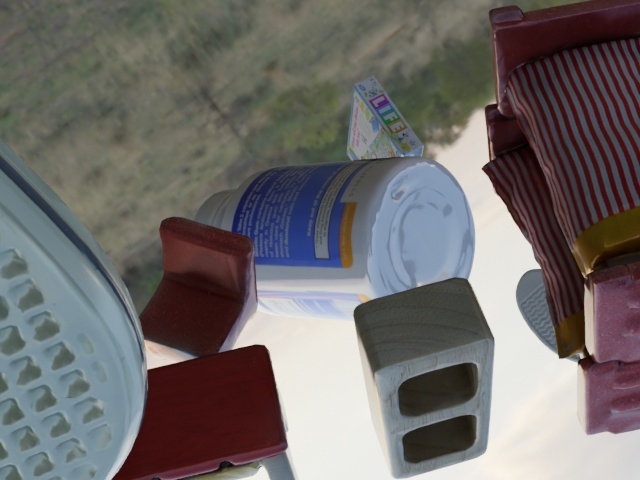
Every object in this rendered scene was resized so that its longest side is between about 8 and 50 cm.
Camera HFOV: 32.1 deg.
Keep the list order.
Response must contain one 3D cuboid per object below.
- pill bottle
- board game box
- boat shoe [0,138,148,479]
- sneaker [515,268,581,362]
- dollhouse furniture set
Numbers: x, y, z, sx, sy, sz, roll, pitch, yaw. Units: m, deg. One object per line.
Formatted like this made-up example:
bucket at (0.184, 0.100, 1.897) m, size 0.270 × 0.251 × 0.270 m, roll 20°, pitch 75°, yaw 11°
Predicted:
pill bottle at (0.000, 0.000, 1.072) m, size 0.272 × 0.152 × 0.152 m, roll 1°, pitch -148°, yaw 46°
board game box at (0.070, -0.102, 1.253) m, size 0.026 × 0.103 × 0.154 m, roll -28°, pitch 160°, yaw -14°
boat shoe at (-0.278, -0.060, 0.450) m, size 0.186 × 0.500 × 0.156 m, roll -62°, pitch 175°, yaw 18°
sneaker at (0.377, 0.118, 1.433) m, size 0.151 × 0.256 × 0.094 m, roll -5°, pitch 124°, yaw -62°
dollhouse furniture set at (0.049, 0.009, 0.607) m, size 0.374 × 0.201 × 0.152 m, roll -13°, pitch 141°, yaw -2°
